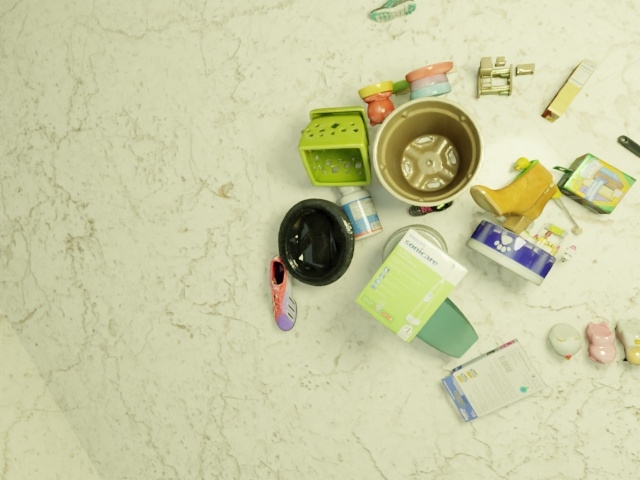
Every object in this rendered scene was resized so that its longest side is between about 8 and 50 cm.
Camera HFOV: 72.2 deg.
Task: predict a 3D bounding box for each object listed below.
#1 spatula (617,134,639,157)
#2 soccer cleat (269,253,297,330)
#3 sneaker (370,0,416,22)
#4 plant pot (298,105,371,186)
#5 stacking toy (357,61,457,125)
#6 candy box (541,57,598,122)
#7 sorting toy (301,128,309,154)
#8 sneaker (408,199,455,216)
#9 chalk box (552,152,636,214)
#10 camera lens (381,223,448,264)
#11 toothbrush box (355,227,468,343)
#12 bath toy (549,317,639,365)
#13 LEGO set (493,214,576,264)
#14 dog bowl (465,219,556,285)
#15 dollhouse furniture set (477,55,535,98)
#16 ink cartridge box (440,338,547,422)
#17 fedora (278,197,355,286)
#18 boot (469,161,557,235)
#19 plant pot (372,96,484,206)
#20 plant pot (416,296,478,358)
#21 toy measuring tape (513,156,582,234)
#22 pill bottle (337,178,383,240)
[{"bbox_3d":[1.098,-0.250,1.428,0.296,0.030,0.084,38,104,10],"label":"spatula"},{"bbox_3d":[-0.160,0.211,1.755,0.109,0.116,0.318,-1,93,15],"label":"soccer cleat"},{"bbox_3d":[0.264,-0.859,1.613,0.167,0.065,0.076,-9,75,12],"label":"sneaker"},{"bbox_3d":[0.064,-0.338,1.548,0.228,0.227,0.207,0,62,13],"label":"plant pot"},{"bbox_3d":[0.318,-0.492,1.492,0.309,0.279,0.130,-6,104,38],"label":"stacking toy"},{"bbox_3d":[0.817,-0.491,1.450,0.053,0.109,0.186,36,101,10],"label":"candy box"},{"bbox_3d":[0.046,-0.385,1.700,0.275,0.046,0.132,7,95,15],"label":"sorting toy"},{"bbox_3d":[0.404,-0.128,1.602,0.170,0.075,0.063,-13,90,16],"label":"sneaker"},{"bbox_3d":[0.872,-0.197,1.441,0.213,0.132,0.132,36,102,9],"label":"chalk box"},{"bbox_3d":[0.332,0.055,1.529,0.219,0.274,0.219,1,94,16],"label":"camera lens"},{"bbox_3d":[0.276,0.133,1.343,0.206,0.122,0.283,37,103,11],"label":"toothbrush box"},{"bbox_3d":[0.952,0.349,1.461,0.348,0.151,0.129,-4,127,16],"label":"bath toy"},{"bbox_3d":[0.735,-0.040,1.498,0.287,0.132,0.107,37,93,17],"label":"LEGO set"},{"bbox_3d":[0.627,0.039,1.453,0.265,0.265,0.104,31,99,11],"label":"dog bowl"},{"bbox_3d":[0.626,-0.547,1.471,0.182,0.161,0.101,0,93,16],"label":"dollhouse furniture set"},{"bbox_3d":[0.618,0.508,1.589,0.311,0.065,0.185,-32,85,13],"label":"ink cartridge box"},{"bbox_3d":[0.000,0.000,1.675,0.334,0.152,0.334,4,102,19],"label":"fedora"},{"bbox_3d":[0.605,-0.161,1.362,0.295,0.104,0.211,32,96,-33],"label":"boot"},{"bbox_3d":[0.364,-0.277,1.485,0.334,0.305,0.333,1,93,15],"label":"plant pot"},{"bbox_3d":[0.435,0.298,1.579,0.234,0.165,0.165,40,102,1],"label":"plant pot"},{"bbox_3d":[0.753,-0.135,1.494,0.121,0.121,0.330,-34,94,15],"label":"toy measuring tape"},{"bbox_3d":[0.142,-0.117,1.650,0.124,0.124,0.221,-20,87,16],"label":"pill bottle"}]
